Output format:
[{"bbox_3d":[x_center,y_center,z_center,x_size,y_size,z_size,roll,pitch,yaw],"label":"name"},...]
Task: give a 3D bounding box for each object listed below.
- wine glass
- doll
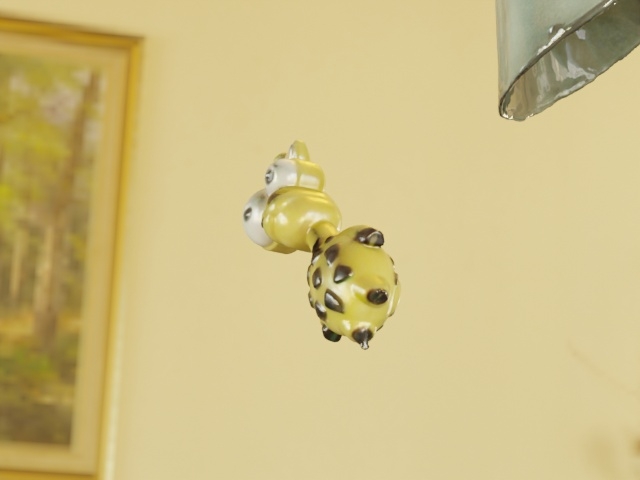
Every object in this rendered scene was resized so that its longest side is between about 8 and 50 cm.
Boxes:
[{"bbox_3d":[0.183,-0.361,2.009,0.267,0.406,0.267,-32,-11,-7],"label":"wine glass"},{"bbox_3d":[-0.001,0.000,1.815,0.086,0.117,0.291,16,21,-30],"label":"doll"}]
